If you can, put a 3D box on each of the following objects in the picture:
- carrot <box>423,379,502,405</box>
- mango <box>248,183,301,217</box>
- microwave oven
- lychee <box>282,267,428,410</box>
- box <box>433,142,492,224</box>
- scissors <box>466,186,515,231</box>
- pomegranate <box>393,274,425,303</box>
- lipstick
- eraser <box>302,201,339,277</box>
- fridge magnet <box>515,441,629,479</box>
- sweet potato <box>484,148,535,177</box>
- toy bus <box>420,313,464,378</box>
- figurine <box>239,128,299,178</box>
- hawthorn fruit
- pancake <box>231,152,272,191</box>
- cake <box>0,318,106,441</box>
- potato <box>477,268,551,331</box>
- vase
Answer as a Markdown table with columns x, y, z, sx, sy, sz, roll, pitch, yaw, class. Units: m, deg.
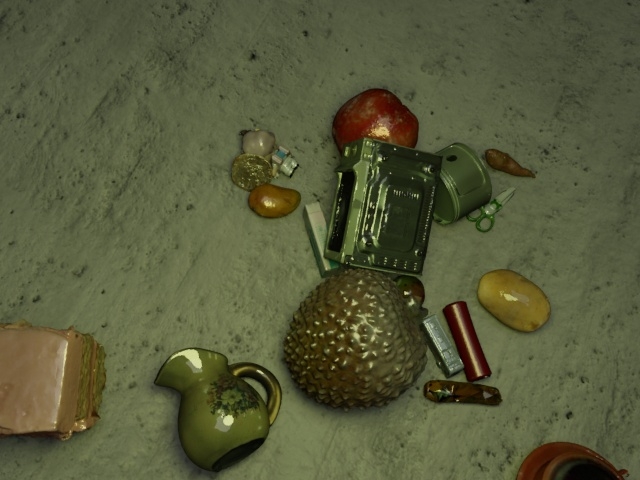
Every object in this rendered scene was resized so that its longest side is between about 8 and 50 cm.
| x | y | z | sx | sy | sz | roll | pitch | yaw | class |
| --- | --- | --- | --- | --- | --- | --- | --- | --- | --- |
| 0.422 | 0.453 | 1.765 | 0.228 | 0.069 | 0.069 | 6 | 70 | -5 | carrot |
| -0.148 | -0.123 | 1.896 | 0.164 | 0.089 | 0.115 | 13 | 66 | -10 | mango |
| 0.183 | -0.093 | 1.714 | 0.286 | 0.218 | 0.355 | 11 | 90 | -14 | microwave oven |
| 0.098 | 0.275 | 1.633 | 0.432 | 0.380 | 0.380 | -32 | 75 | 11 | lychee |
| 0.417 | -0.180 | 1.902 | 0.149 | 0.226 | 0.226 | -28 | 76 | -15 | box |
| 0.586 | -0.114 | 2.004 | 0.204 | 0.027 | 0.101 | -37 | 79 | -15 | scissors |
| 0.259 | 0.168 | 1.821 | 0.130 | 0.130 | 0.130 | 2 | 70 | -6 | pomegranate |
| 0.445 | 0.306 | 1.810 | 0.080 | 0.080 | 0.241 | -12 | 72 | -11 | lipstick |
| 0.000 | 0.000 | 1.861 | 0.052 | 0.095 | 0.225 | -14 | 73 | -11 | eraser |
| 0.713 | 0.733 | 1.632 | 0.363 | 0.155 | 0.364 | 5 | 55 | -7 | fridge magnet |
| 0.643 | -0.263 | 2.051 | 0.226 | 0.068 | 0.068 | 23 | 68 | -17 | sweet potato |
| 0.365 | 0.318 | 1.798 | 0.064 | 0.075 | 0.191 | -24 | 74 | -15 | toy bus |
| -0.176 | -0.291 | 1.942 | 0.229 | 0.112 | 0.137 | 35 | 75 | 0 | figurine |
| 0.176 | -0.353 | 1.926 | 0.284 | 0.284 | 0.285 | 2 | 70 | -6 | hawthorn fruit |
| -0.220 | -0.217 | 1.913 | 0.139 | 0.140 | 0.022 | 14 | 30 | -1 | pancake |
| -0.745 | 0.367 | 1.534 | 0.314 | 0.307 | 0.293 | 0 | 72 | -6 | cake |
| 0.603 | 0.180 | 1.849 | 0.233 | 0.146 | 0.150 | 36 | 40 | 8 | potato |
| -0.253 | 0.438 | 1.632 | 0.329 | 0.241 | 0.302 | -11 | 55 | -39 | vase |
